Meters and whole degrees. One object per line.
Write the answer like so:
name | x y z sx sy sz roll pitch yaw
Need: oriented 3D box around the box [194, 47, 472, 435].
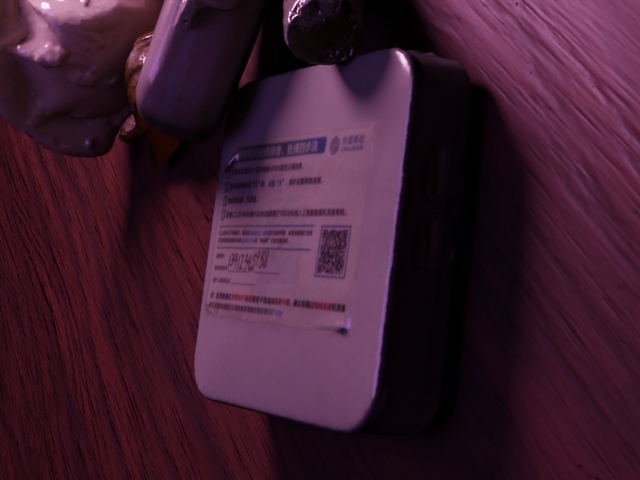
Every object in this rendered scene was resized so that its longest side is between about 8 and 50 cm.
box | 0.001 0.000 1.273 0.396 0.111 0.397 1 83 57

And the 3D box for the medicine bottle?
medicine bottle | -0.124 -0.310 1.435 0.282 0.122 0.375 174 117 -85

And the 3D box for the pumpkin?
pumpkin | -0.238 -0.217 1.681 0.248 0.126 0.131 -45 45 44

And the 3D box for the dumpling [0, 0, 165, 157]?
dumpling | -0.390 -0.326 1.768 0.233 0.315 0.395 47 126 56

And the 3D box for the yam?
yam | 0.005 -0.281 1.267 0.093 0.093 0.259 -58 18 32
